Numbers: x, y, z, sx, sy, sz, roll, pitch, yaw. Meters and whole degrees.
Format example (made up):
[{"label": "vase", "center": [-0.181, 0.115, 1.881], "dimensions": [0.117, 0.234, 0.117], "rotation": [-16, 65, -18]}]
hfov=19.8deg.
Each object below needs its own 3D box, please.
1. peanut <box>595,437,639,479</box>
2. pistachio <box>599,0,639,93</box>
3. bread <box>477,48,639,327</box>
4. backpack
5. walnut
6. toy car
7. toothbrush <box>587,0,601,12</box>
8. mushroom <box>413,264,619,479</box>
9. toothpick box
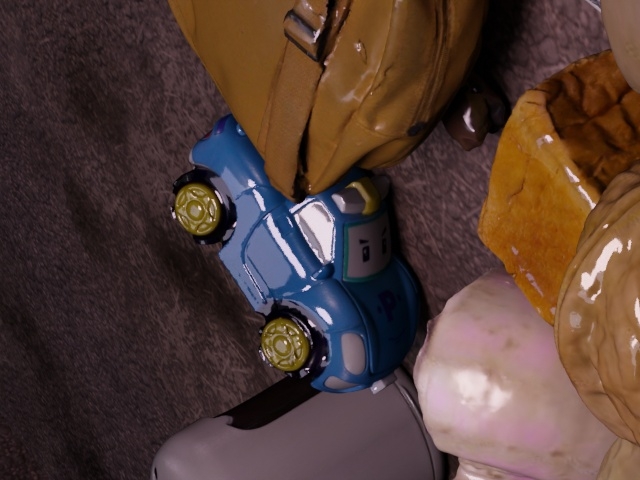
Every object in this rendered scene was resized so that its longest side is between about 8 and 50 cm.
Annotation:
[{"label": "peanut", "center": [0.286, 0.146, 1.368], "dimensions": [0.149, 0.149, 0.313], "rotation": [46, 133, 33]}, {"label": "pistachio", "center": [0.245, -0.180, 1.192], "dimensions": [0.131, 0.129, 0.206], "rotation": [-123, 19, -51]}, {"label": "bread", "center": [0.211, -0.042, 1.393], "dimensions": [0.143, 0.149, 0.158], "rotation": [49, 146, 23]}, {"label": "backpack", "center": [0.012, -0.219, 1.517], "dimensions": [0.353, 0.201, 0.378], "rotation": [59, 153, 5]}, {"label": "walnut", "center": [0.257, 0.042, 1.161], "dimensions": [0.228, 0.228, 0.228], "rotation": [44, 150, 35]}, {"label": "toy car", "center": [0.000, 0.000, 1.817], "dimensions": [0.166, 0.198, 0.314], "rotation": [-37, 82, 33]}, {"label": "toothbrush", "center": [0.306, -0.066, 1.294], "dimensions": [0.418, 0.042, 0.040], "rotation": [47, 112, 31]}, {"label": "mushroom", "center": [0.183, 0.134, 1.486], "dimensions": [0.173, 0.162, 0.236], "rotation": [14, 88, 41]}, {"label": "toothpick box", "center": [-0.038, 0.269, 1.974], "dimensions": [0.229, 0.316, 0.229], "rotation": [44, 150, 34]}]
